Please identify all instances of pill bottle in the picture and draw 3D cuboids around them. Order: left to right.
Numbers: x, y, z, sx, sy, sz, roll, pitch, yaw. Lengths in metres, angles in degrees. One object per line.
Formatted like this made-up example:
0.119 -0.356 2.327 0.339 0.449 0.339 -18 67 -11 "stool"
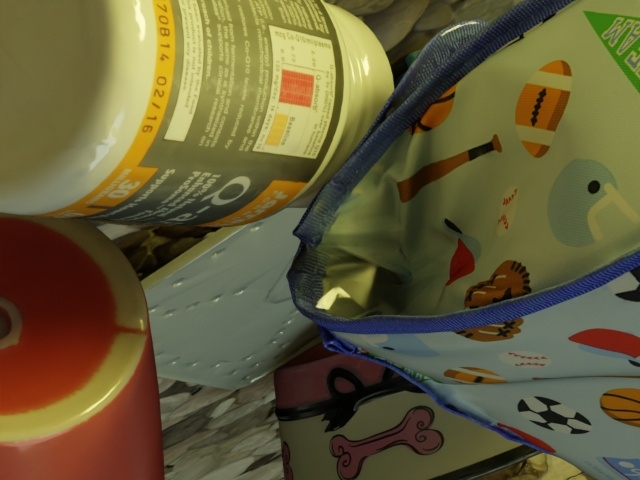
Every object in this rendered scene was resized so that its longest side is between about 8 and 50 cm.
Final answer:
-0.082 -0.089 0.905 0.162 0.162 0.278 -38 159 26 "pill bottle"

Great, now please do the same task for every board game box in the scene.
0.000 0.000 1.425 0.390 0.050 0.390 -33 161 12 "board game box"

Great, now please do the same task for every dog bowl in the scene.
0.131 0.141 1.663 0.408 0.150 0.408 -20 -179 0 "dog bowl"

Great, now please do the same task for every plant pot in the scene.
-0.229 0.116 1.112 0.275 0.275 0.243 -19 150 -27 "plant pot"

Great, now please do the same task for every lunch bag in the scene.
0.218 -0.006 0.940 0.385 0.239 0.328 -34 137 28 "lunch bag"

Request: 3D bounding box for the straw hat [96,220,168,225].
-0.110 -0.064 1.074 0.144 0.144 0.061 -15 119 -34 "straw hat"
